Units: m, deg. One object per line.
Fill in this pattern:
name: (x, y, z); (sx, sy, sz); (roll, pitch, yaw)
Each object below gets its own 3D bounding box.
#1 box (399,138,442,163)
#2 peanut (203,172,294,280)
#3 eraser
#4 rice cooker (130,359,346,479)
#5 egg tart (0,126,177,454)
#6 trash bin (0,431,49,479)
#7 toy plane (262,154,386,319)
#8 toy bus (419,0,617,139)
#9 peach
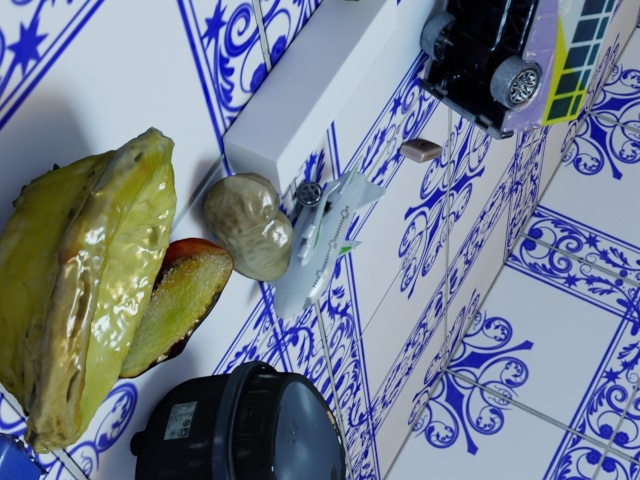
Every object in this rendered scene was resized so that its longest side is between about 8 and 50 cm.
box: (0.180, -0.162, 2.111); (0.115, 0.048, 0.025); (-21, 138, -64)
peanut: (-0.086, -0.020, 1.450); (0.228, 0.104, 0.085); (71, 34, -62)
eraser: (-0.007, -0.200, 1.472); (0.298, 0.078, 0.076); (-57, 161, -24)
rice cooker: (-0.107, 0.295, 1.541); (0.267, 0.225, 0.267); (41, 44, -55)
egg tart: (-0.220, 0.034, 1.049); (0.315, 0.120, 0.314); (17, 90, -89)
trash bin: (-0.352, 0.266, 1.001); (0.162, 0.184, 0.234); (81, 26, -61)
toy plane: (-0.004, -0.003, 1.716); (0.255, 0.101, 0.251); (-57, 162, -11)
toy bus: (0.341, -0.405, 1.852); (0.249, 0.209, 0.439); (-14, 130, -35)
peach: (-0.182, 0.065, 1.324); (0.189, 0.068, 0.279); (-50, 169, -18)
